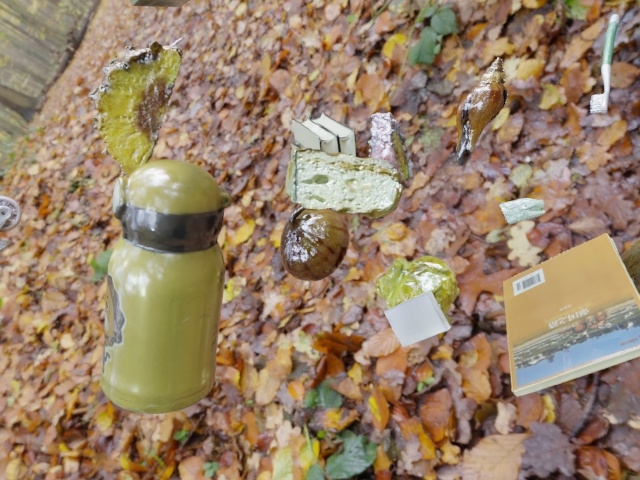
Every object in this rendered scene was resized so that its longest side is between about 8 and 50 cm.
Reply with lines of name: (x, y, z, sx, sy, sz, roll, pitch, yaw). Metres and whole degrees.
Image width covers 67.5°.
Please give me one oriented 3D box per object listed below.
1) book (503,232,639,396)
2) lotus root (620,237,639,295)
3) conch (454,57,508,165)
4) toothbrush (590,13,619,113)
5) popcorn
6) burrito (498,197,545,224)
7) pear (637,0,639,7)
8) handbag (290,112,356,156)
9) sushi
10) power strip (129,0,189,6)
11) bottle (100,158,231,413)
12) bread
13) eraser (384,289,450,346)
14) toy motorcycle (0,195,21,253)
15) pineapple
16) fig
book: (0.507, 0.139, 0.990, 0.262, 0.028, 0.374, -32, 16, 30)
lotus root: (0.748, 0.116, 1.095, 0.196, 0.179, 0.398, -39, -26, -50)
conch: (0.350, -0.290, 1.068, 0.086, 0.080, 0.233, 41, 101, 27)
toothbrush: (0.447, -0.280, 0.746, 0.024, 0.018, 0.257, 4, 52, 35)
popcorn: (0.321, 0.164, 1.579, 0.276, 0.226, 0.276, -14, 37, 11)
burrito: (0.582, -0.092, 1.380, 0.118, 0.044, 0.074, -17, 67, 26)
pear: (0.611, -0.475, 0.703, 0.399, 0.165, 0.399, -160, 90, -89)
handbag: (0.008, -0.328, 1.814, 0.160, 0.237, 0.358, -16, 29, -12)
sushi: (0.199, -0.259, 1.447, 0.107, 0.241, 0.161, -11, 20, 27)
power strip: (-0.184, -0.324, 0.581, 0.272, 0.078, 0.052, 31, 128, 58)
bottle: (-0.227, 0.057, 0.705, 0.171, 0.171, 0.351, 34, 119, 56)
bread: (0.046, -0.107, 0.951, 0.088, 0.231, 0.128, 109, 166, -70)
eraser: (0.236, 0.195, 1.177, 0.150, 0.023, 0.104, -36, 78, 44)
toy motorcycle: (-0.668, 0.017, 0.889, 0.112, 0.112, 0.254, -9, 33, 49)
pineapple: (-0.427, -0.322, 1.089, 0.158, 0.161, 0.335, -123, 52, -64)
fig: (-0.029, 0.005, 1.461, 0.235, 0.214, 0.235, -9, 78, 47)
